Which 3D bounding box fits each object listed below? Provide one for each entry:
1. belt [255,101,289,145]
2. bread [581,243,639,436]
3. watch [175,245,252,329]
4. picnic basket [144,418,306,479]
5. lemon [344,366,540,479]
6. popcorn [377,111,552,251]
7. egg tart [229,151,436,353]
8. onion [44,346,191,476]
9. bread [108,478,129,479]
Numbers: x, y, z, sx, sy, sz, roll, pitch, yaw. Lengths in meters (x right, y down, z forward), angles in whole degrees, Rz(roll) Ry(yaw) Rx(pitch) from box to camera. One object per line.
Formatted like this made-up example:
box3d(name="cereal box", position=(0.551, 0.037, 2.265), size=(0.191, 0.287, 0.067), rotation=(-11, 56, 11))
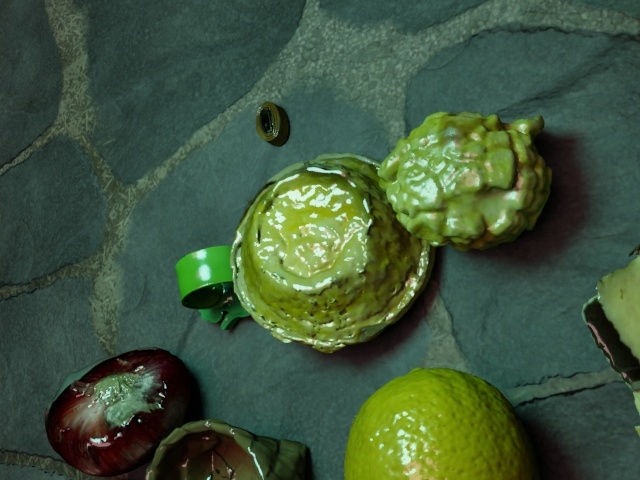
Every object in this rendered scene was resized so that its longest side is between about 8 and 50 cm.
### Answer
box3d(name="belt", position=(-0.091, -0.215, 1.406), size=(0.059, 0.036, 0.083), rotation=(-28, 62, 28))
box3d(name="bread", position=(0.506, 0.096, 0.795), size=(0.405, 0.242, 0.346), rotation=(-43, 61, 23))
box3d(name="watch", position=(-0.187, 0.081, 1.327), size=(0.165, 0.152, 0.131), rotation=(-23, 69, 27))
box3d(name="picnic basket", position=(-0.196, 0.439, 1.138), size=(0.293, 0.337, 0.337), rotation=(-10, 73, 33))
box3d(name="lemon", position=(0.152, 0.298, 0.972), size=(0.267, 0.267, 0.267), rotation=(-10, 73, 33))
box3d(name="popcorn", position=(0.204, -0.092, 1.075), size=(0.235, 0.181, 0.217), rotation=(18, 87, 32))
box3d(name="egg tart", position=(0.000, 0.000, 1.184), size=(0.345, 0.132, 0.345), rotation=(-7, 69, 20))
box3d(name="onion", position=(-0.347, 0.317, 1.365), size=(0.272, 0.195, 0.272), rotation=(-16, 27, 9))
box3d(name="bread", position=(-0.400, 0.514, 1.416), size=(0.140, 0.069, 0.128), rotation=(-23, 66, 25))
